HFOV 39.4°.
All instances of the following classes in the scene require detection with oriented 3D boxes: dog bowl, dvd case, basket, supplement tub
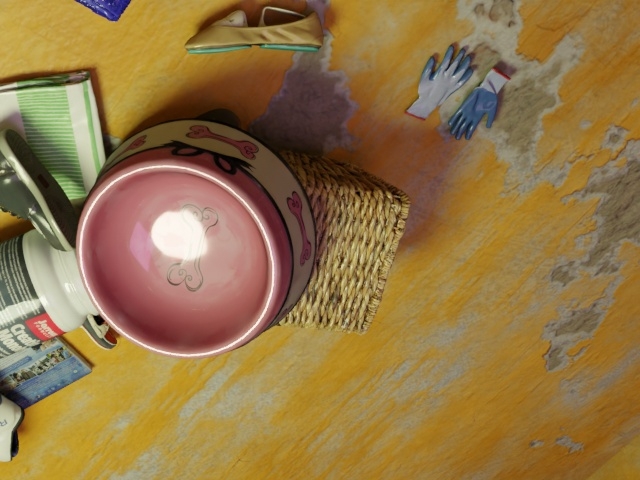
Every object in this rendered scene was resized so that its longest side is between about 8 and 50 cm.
[{"bbox_3d":[-0.216,0.013,1.468,0.408,0.150,0.408,3,110,9],"label":"dog bowl"},{"bbox_3d":[-0.598,0.227,1.761,0.180,0.022,0.253,-29,131,6],"label":"dvd case"},{"bbox_3d":[0.000,0.000,1.653,0.223,0.213,0.299,6,113,-21],"label":"basket"},{"bbox_3d":[-0.529,0.094,1.566,0.272,0.191,0.191,-22,131,-1],"label":"supplement tub"}]

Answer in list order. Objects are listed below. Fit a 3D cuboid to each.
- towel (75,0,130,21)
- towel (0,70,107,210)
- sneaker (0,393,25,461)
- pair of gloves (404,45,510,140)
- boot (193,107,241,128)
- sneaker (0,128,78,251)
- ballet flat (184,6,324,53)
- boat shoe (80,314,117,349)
[{"bbox_3d":[-0.362,-0.464,1.255,0.308,0.076,0.228,26,116,-34],"label":"towel"},{"bbox_3d":[-0.523,-0.149,1.476,0.324,0.038,0.248,-11,131,-11],"label":"towel"},{"bbox_3d":[-0.713,0.407,1.790,0.315,0.127,0.182,-33,135,14],"label":"sneaker"},{"bbox_3d":[0.259,-0.270,1.662,0.198,0.023,0.159,18,121,-29],"label":"pair of gloves"},{"bbox_3d":[-0.229,-0.109,1.589,0.305,0.112,0.115,-47,151,20],"label":"boot"},{"bbox_3d":[-0.493,-0.064,1.464,0.118,0.083,0.222,-25,106,14],"label":"sneaker"},{"bbox_3d":[-0.109,-0.343,1.456,0.232,0.080,0.073,-5,101,-18],"label":"ballet flat"},{"bbox_3d":[-0.439,0.164,1.750,0.043,0.049,0.137,-32,126,5],"label":"boat shoe"}]
